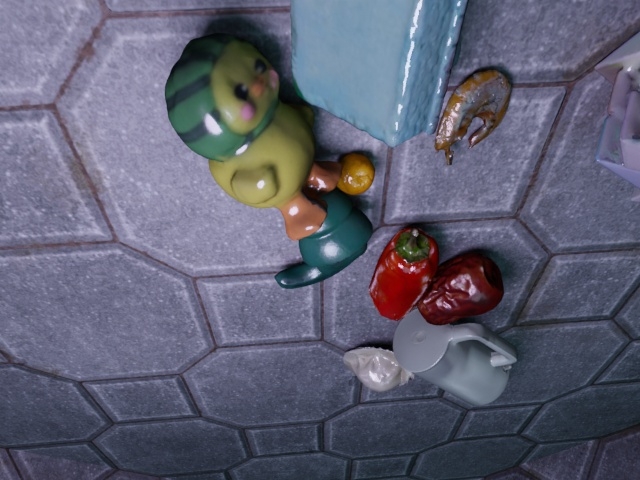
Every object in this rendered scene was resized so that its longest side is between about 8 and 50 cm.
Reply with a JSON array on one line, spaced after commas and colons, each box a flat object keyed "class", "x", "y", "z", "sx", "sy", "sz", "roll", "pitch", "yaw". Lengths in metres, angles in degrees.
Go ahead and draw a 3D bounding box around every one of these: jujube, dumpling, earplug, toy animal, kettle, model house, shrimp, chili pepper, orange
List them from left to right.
[{"class": "toy animal", "x": -0.119, "y": -0.169, "z": 0.712, "sx": 0.191, "sy": 0.216, "sz": 0.338, "roll": -6, "pitch": 138, "yaw": 39}, {"class": "earplug", "x": -0.001, "y": -0.004, "z": 0.938, "sx": 0.257, "sy": 0.164, "sz": 0.280, "roll": 8, "pitch": 133, "yaw": 39}, {"class": "orange", "x": 0.068, "y": -0.132, "z": 0.847, "sx": 0.083, "sy": 0.070, "sz": 0.083, "roll": -6, "pitch": 113, "yaw": -15}, {"class": "dumpling", "x": 0.168, "y": 0.391, "z": 1.331, "sx": 0.247, "sy": 0.142, "sz": 0.173, "roll": -12, "pitch": 121, "yaw": 37}, {"class": "model house", "x": 0.120, "y": -0.327, "z": 0.606, "sx": 0.248, "sy": 0.230, "sz": 0.281, "roll": -35, "pitch": 148, "yaw": -31}, {"class": "chili pepper", "x": 0.208, "y": 0.042, "z": 0.985, "sx": 0.131, "sy": 0.135, "sz": 0.338, "roll": -10, "pitch": 140, "yaw": -15}, {"class": "jujube", "x": 0.349, "y": 0.130, "z": 1.079, "sx": 0.155, "sy": 0.155, "sz": 0.230, "roll": 33, "pitch": 128, "yaw": -32}, {"class": "kettle", "x": 0.403, "y": 0.345, "z": 1.231, "sx": 0.318, "sy": 0.265, "sz": 0.205, "roll": 34, "pitch": 81, "yaw": -29}, {"class": "shrimp", "x": 0.287, "y": -0.224, "z": 0.795, "sx": 0.132, "sy": 0.052, "sz": 0.188, "roll": 16, "pitch": 128, "yaw": -20}]

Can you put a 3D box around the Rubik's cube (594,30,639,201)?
[{"class": "Rubik's cube", "x": 0.652, "y": -0.221, "z": 0.655, "sx": 0.387, "sy": 0.359, "sz": 0.368, "roll": 18, "pitch": 173, "yaw": 10}]
